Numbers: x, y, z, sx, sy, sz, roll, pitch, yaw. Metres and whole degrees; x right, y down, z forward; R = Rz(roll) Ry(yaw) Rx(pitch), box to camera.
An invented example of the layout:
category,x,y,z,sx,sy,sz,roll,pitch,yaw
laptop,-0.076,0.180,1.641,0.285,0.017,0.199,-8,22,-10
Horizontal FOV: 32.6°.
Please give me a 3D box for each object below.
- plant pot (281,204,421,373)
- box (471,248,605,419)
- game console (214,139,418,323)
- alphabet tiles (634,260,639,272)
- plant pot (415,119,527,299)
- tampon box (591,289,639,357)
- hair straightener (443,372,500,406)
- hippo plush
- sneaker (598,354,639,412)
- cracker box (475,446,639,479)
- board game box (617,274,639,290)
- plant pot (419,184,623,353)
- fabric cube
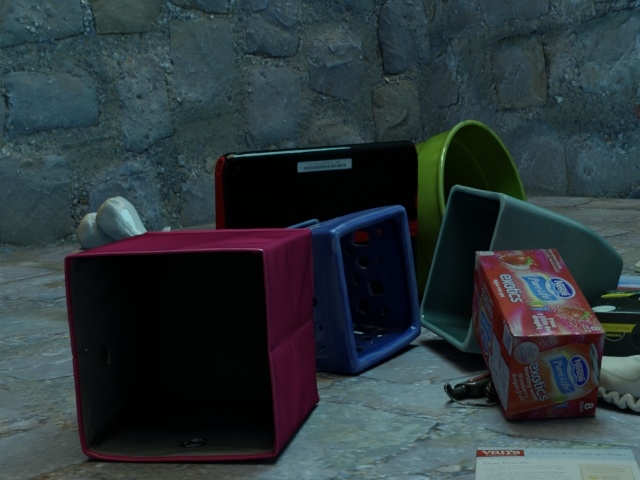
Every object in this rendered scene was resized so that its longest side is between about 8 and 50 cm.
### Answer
category,x,y,z,sx,sy,sz,roll,pitch,yaw
plant pot,0.012,0.075,1.793,0.212,0.235,0.236,-2,11,34
box,0.288,0.120,1.487,0.123,0.128,0.257,-1,24,-3
game console,0.000,0.000,1.959,0.387,0.341,0.060,-6,12,-23
alphabet tiles,0.850,0.054,2.427,0.284,0.021,0.278,1,8,28
plant pot,0.192,-0.026,2.251,0.353,0.366,0.366,-13,1,35
tampon box,0.471,0.138,1.629,0.121,0.101,0.161,-1,8,23
hair straightener,0.273,0.189,1.524,0.231,0.047,0.089,-7,8,-29
hippo plush,-0.347,0.033,2.252,0.294,0.234,0.237,-20,-14,30
sneaker,0.472,0.163,1.393,0.292,0.118,0.110,2,11,42
cracker box,0.217,0.253,0.988,0.156,0.067,0.232,-1,9,9
board game box,0.547,0.086,2.062,0.281,0.027,0.145,3,6,24
plant pot,0.337,0.065,1.781,0.252,0.247,0.248,14,4,-13
fabric cube,-0.153,0.123,1.415,0.254,0.258,0.258,-2,6,11
